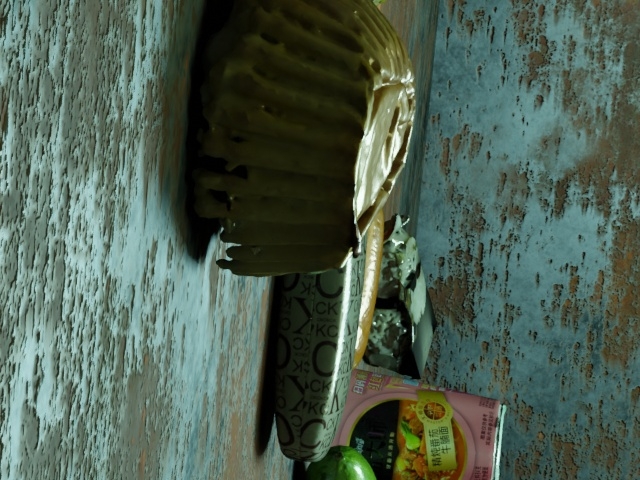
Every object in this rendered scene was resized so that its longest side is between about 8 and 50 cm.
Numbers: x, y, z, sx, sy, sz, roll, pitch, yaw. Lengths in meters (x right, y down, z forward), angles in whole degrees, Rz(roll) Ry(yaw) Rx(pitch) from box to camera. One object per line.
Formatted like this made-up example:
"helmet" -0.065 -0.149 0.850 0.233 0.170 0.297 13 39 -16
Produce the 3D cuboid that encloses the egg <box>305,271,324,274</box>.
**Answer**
"egg" -0.010 -0.015 1.649 0.110 0.085 0.085 -86 178 -52

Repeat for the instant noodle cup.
"instant noodle cup" 0.138 0.301 2.477 0.244 0.255 0.244 5 90 -81

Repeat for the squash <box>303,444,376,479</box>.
"squash" 0.032 0.360 2.258 0.395 0.107 0.107 81 17 -69

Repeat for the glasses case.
"glasses case" 0.001 0.059 1.806 0.137 0.085 0.355 -2 98 -84

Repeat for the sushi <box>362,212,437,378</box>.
"sushi" 0.096 0.076 2.624 0.134 0.109 0.273 -69 150 -50

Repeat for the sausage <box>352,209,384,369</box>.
"sausage" 0.023 0.038 1.935 0.098 0.098 0.238 67 29 -76

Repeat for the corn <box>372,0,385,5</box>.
"corn" 0.068 -0.349 1.942 0.320 0.097 0.097 -69 164 -57

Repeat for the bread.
"bread" -0.009 -0.095 1.340 0.274 0.149 0.274 13 90 -81
